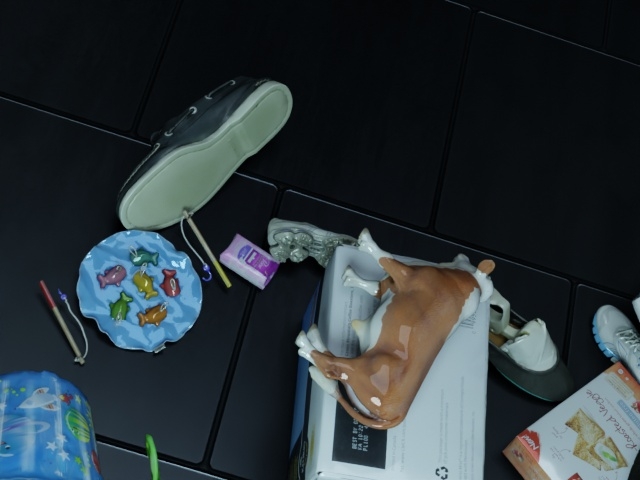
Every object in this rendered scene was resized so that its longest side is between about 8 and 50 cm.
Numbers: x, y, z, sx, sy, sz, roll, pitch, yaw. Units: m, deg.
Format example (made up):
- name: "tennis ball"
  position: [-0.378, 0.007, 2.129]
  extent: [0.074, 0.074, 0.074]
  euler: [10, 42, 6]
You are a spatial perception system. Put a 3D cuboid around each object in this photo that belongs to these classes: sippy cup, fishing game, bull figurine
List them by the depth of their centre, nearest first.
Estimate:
- name: "sippy cup"
  position: [-0.377, 0.296, 1.759]
  extent: [0.305, 0.240, 0.224]
  euler: [22, 42, -31]
- name: "bull figurine"
  position: [0.100, 0.100, 1.801]
  extent: [0.188, 0.101, 0.310]
  euler: [28, 55, 7]
- name: "fishing game"
  position: [-0.261, 0.071, 2.009]
  extent: [0.264, 0.041, 0.189]
  euler: [-23, 79, -25]

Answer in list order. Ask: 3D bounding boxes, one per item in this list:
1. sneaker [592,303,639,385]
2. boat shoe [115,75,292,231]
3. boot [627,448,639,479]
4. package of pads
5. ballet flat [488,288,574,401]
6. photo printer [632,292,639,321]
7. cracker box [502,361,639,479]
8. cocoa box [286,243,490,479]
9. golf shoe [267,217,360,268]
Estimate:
- name: "sneaker"
  position: [0.494, 0.175, 2.156]
  extent: [0.071, 0.083, 0.191]
  euler: [-16, 65, -22]
- name: "boat shoe"
  position: [-0.199, -0.146, 2.126]
  extent: [0.113, 0.127, 0.340]
  euler: [33, 69, 35]
- name: "boot"
  position: [0.568, 0.436, 1.945]
  extent: [0.284, 0.138, 0.377]
  euler: [19, 80, -8]
- name: "package of pads"
  position: [-0.108, 0.032, 2.093]
  extent: [0.083, 0.032, 0.050]
  euler: [33, 59, 4]
- name: "ballet flat"
  position: [0.280, 0.139, 2.104]
  extent: [0.280, 0.096, 0.095]
  euler: [37, 57, 7]
- name: "photo printer"
  position: [0.633, 0.123, 2.161]
  extent: [0.307, 0.107, 0.256]
  euler: [-31, 82, -43]
- name: "cracker box"
  position: [0.409, 0.305, 2.061]
  extent: [0.232, 0.067, 0.156]
  euler: [-31, 73, -28]
- name: "cocoa box"
  position: [0.090, 0.223, 1.920]
  extent: [0.231, 0.228, 0.347]
  euler: [11, 58, -9]
- name: "golf shoe"
  position: [0.000, 0.000, 2.126]
  extent: [0.176, 0.069, 0.086]
  euler: [16, 27, -25]
